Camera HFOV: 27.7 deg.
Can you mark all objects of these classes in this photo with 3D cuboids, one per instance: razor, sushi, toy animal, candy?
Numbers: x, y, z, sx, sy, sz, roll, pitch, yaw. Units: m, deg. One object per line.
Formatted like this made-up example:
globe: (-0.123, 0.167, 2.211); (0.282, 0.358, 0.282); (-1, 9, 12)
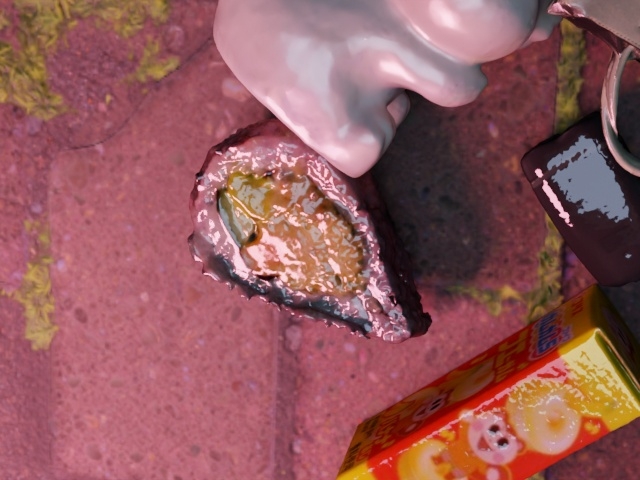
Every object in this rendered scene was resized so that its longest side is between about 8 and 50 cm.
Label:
razor: (0.246, -0.033, 1.142); (0.090, 0.054, 0.148); (-31, 95, 20)
sushi: (0.004, -0.019, 1.163); (0.241, 0.107, 0.161); (22, 108, 11)
toy animal: (0.084, -0.239, 1.045); (0.367, 0.196, 0.241); (-35, 103, 19)
candy: (0.153, 0.159, 1.160); (0.276, 0.146, 0.088); (-33, 95, 18)

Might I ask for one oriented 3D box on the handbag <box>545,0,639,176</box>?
handbag: (0.315, -0.197, 1.005); (0.241, 0.109, 0.315); (26, 87, -11)
